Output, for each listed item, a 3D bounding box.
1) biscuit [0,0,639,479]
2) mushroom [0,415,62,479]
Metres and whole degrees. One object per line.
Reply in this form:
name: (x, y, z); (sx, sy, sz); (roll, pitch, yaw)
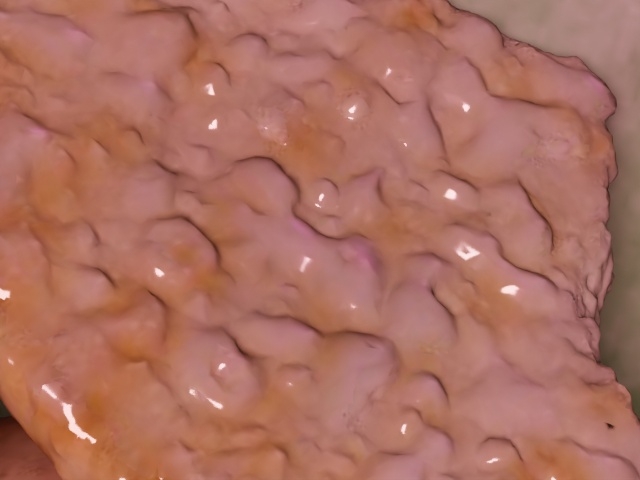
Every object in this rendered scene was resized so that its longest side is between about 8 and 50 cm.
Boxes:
biscuit: (0.000, 0.000, 0.490); (0.265, 0.188, 0.040); (50, 144, 17)
mushroom: (-0.038, 0.154, 0.500); (0.255, 0.184, 0.254); (3, 61, -6)
